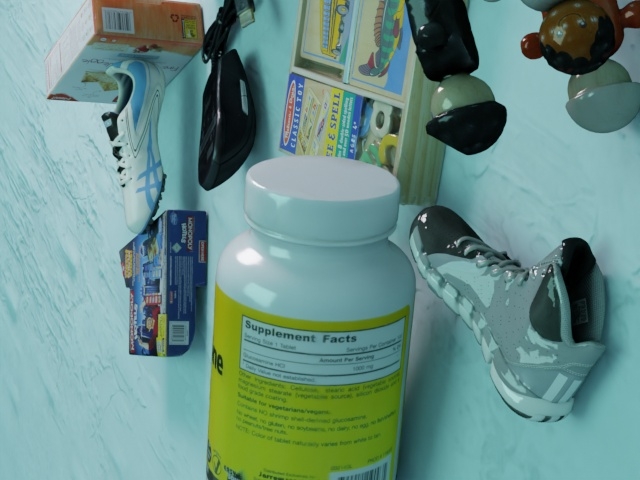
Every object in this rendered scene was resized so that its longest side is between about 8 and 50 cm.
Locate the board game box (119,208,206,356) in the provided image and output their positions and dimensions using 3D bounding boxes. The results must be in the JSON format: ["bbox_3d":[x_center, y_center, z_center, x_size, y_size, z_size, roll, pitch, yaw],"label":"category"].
[{"bbox_3d":[-0.218,0.060,1.917,0.194,0.060,0.194,-5,84,64],"label":"board game box"}]

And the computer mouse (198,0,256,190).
[{"bbox_3d":[-0.098,-0.196,1.708,0.184,0.060,0.262,121,153,-50],"label":"computer mouse"}]

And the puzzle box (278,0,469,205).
[{"bbox_3d":[0.059,-0.261,1.408,0.272,0.052,0.409,29,114,61],"label":"puzzle box"}]

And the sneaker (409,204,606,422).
[{"bbox_3d":[0.167,0.025,1.157,0.228,0.086,0.132,58,134,32],"label":"sneaker"}]

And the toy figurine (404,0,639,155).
[{"bbox_3d":[0.180,-0.157,0.993,0.209,0.213,0.148,-27,74,57],"label":"toy figurine"}]

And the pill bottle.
[{"bbox_3d":[-0.009,0.098,1.327,0.188,0.188,0.334,-142,52,-58],"label":"pill bottle"}]

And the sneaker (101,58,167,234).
[{"bbox_3d":[-0.253,-0.125,1.878,0.085,0.086,0.237,163,107,-64],"label":"sneaker"}]

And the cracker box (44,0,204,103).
[{"bbox_3d":[-0.276,-0.260,1.949,0.232,0.156,0.067,-32,61,59],"label":"cracker box"}]
